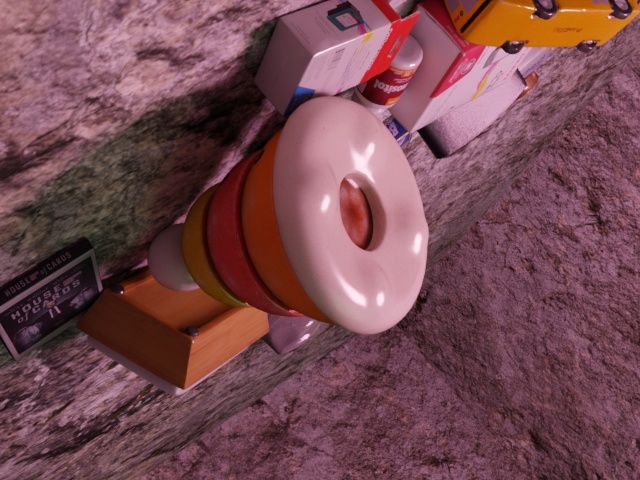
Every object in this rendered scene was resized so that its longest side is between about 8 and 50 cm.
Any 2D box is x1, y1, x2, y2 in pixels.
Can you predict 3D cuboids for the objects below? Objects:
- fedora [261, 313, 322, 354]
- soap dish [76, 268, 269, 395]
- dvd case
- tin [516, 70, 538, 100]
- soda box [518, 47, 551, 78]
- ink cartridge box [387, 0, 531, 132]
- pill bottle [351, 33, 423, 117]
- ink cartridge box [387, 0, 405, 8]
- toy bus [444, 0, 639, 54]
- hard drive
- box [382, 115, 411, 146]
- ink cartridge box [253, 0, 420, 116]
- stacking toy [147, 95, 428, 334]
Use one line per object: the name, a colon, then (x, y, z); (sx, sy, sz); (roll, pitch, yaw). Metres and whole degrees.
fedora: (-0.087, 0.249, 2.563); (0.275, 0.124, 0.244); (-36, 165, -19)
soap dish: (-0.247, 0.137, 1.524); (0.291, 0.228, 0.118); (-29, 143, -61)
dvd case: (-0.428, 0.098, 1.352); (0.179, 0.030, 0.239); (-35, 166, -22)
tin: (0.424, -0.355, 2.032); (0.189, 0.040, 0.106); (-24, -154, 33)
soda box: (0.381, -0.369, 1.919); (0.286, 0.091, 0.098); (-40, 166, -3)
ink cartridge box: (0.265, -0.355, 1.569); (0.306, 0.131, 0.226); (-29, 163, -34)
pill bottle: (0.109, -0.282, 1.468); (0.086, 0.086, 0.152); (-31, 164, -33)
ink cartridge box: (0.166, -0.428, 1.279); (0.181, 0.056, 0.224); (-36, -175, -17)
toy bus: (0.376, -0.397, 1.440); (0.332, 0.130, 0.108); (-9, 158, -30)
hard drive: (0.312, -0.303, 1.812); (0.254, 0.172, 0.054); (-41, -149, -1)
box: (0.117, -0.198, 1.828); (0.169, 0.054, 0.059); (-38, 167, -11)
ink cartridge box: (0.026, -0.284, 1.254); (0.231, 0.078, 0.134); (-30, 164, -36)
stacking toy: (-0.105, 0.001, 1.352); (0.479, 0.351, 0.350); (-14, -177, 35)
